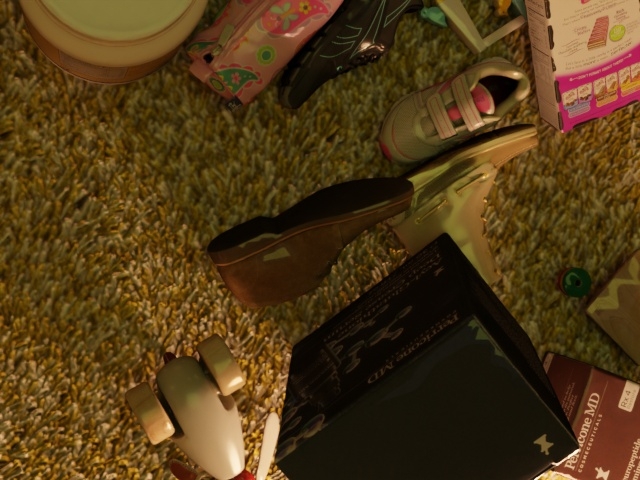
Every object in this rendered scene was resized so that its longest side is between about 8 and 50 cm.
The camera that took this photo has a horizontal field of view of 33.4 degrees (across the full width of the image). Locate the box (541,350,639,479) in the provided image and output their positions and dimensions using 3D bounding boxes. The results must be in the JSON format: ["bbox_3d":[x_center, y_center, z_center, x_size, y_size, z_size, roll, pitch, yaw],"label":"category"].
[{"bbox_3d":[0.430,0.286,1.612,0.203,0.167,0.169,21,88,-13],"label":"box"}]

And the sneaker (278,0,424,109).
[{"bbox_3d":[0.045,-0.285,1.538,0.106,0.101,0.267,40,86,-17],"label":"sneaker"}]

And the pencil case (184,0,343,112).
[{"bbox_3d":[-0.063,-0.317,1.480,0.124,0.124,0.284,44,91,-11],"label":"pencil case"}]

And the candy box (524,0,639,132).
[{"bbox_3d":[0.396,-0.298,1.584,0.159,0.071,0.234,-22,124,-11],"label":"candy box"}]

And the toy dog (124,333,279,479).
[{"bbox_3d":[-0.158,0.278,1.512,0.220,0.161,0.334,-10,109,-15],"label":"toy dog"}]

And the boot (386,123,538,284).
[{"bbox_3d":[0.235,-0.041,1.588,0.261,0.095,0.204,-27,97,-4],"label":"boot"}]

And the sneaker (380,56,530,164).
[{"bbox_3d":[0.200,-0.198,1.569,0.252,0.111,0.103,-34,99,-9],"label":"sneaker"}]

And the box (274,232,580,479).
[{"bbox_3d":[0.125,0.197,1.389,0.293,0.395,0.212,-38,100,10],"label":"box"}]

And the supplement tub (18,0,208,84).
[{"bbox_3d":[-0.264,-0.330,1.347,0.240,0.331,0.241,0,92,-13],"label":"supplement tub"}]

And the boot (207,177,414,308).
[{"bbox_3d":[0.000,0.000,1.529,0.305,0.112,0.115,-22,110,6],"label":"boot"}]

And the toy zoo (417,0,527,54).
[{"bbox_3d":[0.269,-0.416,1.617,0.293,0.030,0.192,-33,99,-10],"label":"toy zoo"}]

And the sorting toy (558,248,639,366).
[{"bbox_3d":[0.499,0.111,1.682,0.274,0.046,0.132,44,83,-10],"label":"sorting toy"}]
